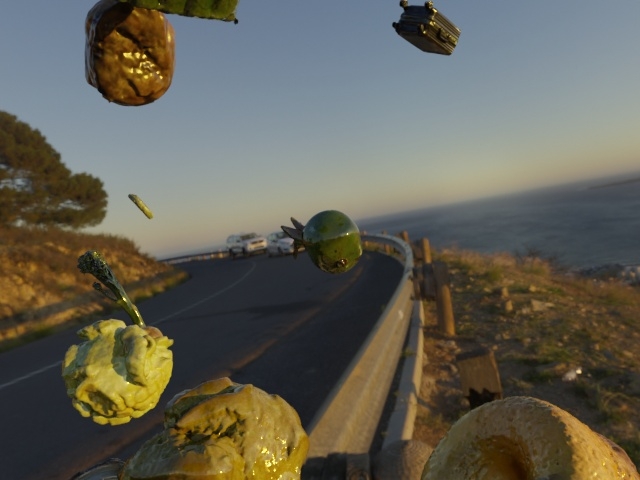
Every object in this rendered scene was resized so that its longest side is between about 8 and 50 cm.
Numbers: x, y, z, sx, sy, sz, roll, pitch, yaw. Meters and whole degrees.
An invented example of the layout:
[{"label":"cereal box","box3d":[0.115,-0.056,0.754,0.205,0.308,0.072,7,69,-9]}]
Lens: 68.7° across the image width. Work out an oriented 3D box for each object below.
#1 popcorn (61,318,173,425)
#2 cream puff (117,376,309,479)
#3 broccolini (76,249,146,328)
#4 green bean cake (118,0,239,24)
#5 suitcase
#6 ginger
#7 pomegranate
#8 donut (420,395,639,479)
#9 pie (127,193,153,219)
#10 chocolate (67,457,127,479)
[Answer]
[{"label":"popcorn","box3d":[-0.277,0.179,0.644,0.141,0.135,0.162,12,-10,-27]},{"label":"cream puff","box3d":[-0.196,0.377,0.833,0.323,0.274,0.270,-12,-29,15]},{"label":"broccolini","box3d":[-0.586,0.205,1.370,0.074,0.392,0.079,-26,7,8]},{"label":"green bean cake","box3d":[-0.256,-0.502,0.774,0.247,0.250,0.156,-2,-36,-33]},{"label":"suitcase","box3d":[0.208,-0.408,0.906,0.126,0.059,0.086,8,18,-45]},{"label":"ginger","box3d":[-0.451,-0.456,1.115,0.200,0.269,0.223,-9,40,-30]},{"label":"pomegranate","box3d":[0.000,0.000,1.075,0.191,0.152,0.131,13,55,26]},{"label":"donut","box3d":[0.320,0.472,0.854,0.435,0.163,0.377,-48,9,-5]},{"label":"pie","box3d":[-0.445,-0.087,1.162,0.020,0.084,0.084,-43,12,-14]},{"label":"chocolate","box3d":[-0.504,0.635,1.093,0.147,0.221,0.221,28,27,37]}]
